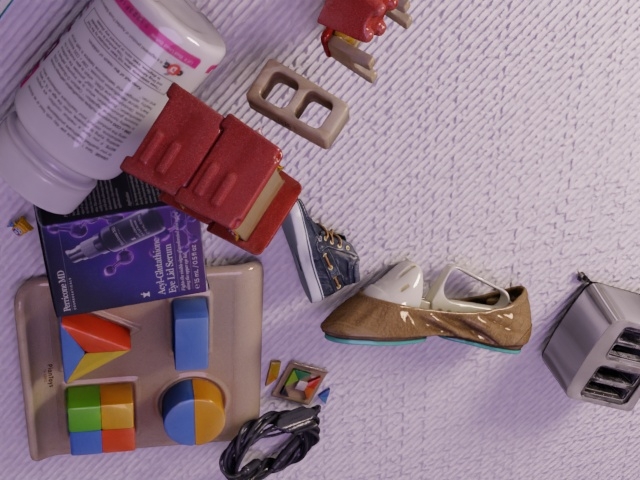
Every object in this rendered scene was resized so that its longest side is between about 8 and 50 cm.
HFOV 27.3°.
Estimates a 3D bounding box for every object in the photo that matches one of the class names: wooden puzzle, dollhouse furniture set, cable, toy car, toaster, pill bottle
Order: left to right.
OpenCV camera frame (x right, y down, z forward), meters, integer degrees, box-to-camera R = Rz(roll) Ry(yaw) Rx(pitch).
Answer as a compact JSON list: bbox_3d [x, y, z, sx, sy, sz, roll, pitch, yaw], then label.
[{"bbox_3d":[-0.435,-0.022,1.690,0.122,0.060,0.040,35,140,-26],"label":"toy car"},{"bbox_3d":[-0.260,-0.175,1.569,0.160,0.160,0.283,34,108,-33],"label":"pill bottle"},{"bbox_3d":[-0.247,0.187,1.876,0.347,0.080,0.322,-6,125,-13],"label":"wooden puzzle"},{"bbox_3d":[-0.081,0.316,2.018,0.184,0.047,0.151,-19,147,-33],"label":"cable"},{"bbox_3d":[-0.053,-0.181,1.561,0.152,0.201,0.374,31,83,11],"label":"dollhouse furniture set"},{"bbox_3d":[-0.032,0.219,2.007,0.116,0.014,0.079,11,120,-24],"label":"wooden puzzle"},{"bbox_3d":[0.451,0.161,2.057,0.185,0.110,0.168,15,117,-26],"label":"toaster"}]

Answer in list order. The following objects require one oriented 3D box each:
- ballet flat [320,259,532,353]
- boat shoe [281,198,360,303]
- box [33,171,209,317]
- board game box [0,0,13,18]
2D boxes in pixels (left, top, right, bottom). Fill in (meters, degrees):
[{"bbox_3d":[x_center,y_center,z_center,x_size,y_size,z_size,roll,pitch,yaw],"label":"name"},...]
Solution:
[{"bbox_3d":[0.164,0.094,1.932,0.342,0.116,0.124,5,102,-21],"label":"ballet flat"},{"bbox_3d":[0.000,0.000,1.840,0.083,0.065,0.183,-24,130,-11],"label":"boat shoe"},{"bbox_3d":[-0.260,-0.003,1.722,0.207,0.108,0.153,-11,127,-10],"label":"box"},{"bbox_3d":[-0.420,-0.410,1.416,0.316,0.064,0.242,31,110,-32],"label":"board game box"}]
